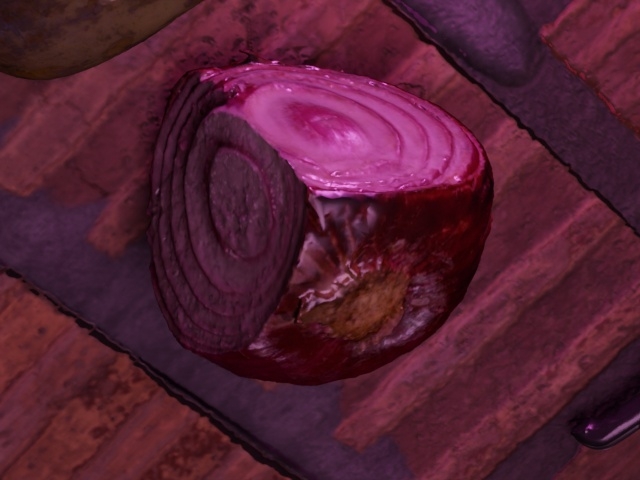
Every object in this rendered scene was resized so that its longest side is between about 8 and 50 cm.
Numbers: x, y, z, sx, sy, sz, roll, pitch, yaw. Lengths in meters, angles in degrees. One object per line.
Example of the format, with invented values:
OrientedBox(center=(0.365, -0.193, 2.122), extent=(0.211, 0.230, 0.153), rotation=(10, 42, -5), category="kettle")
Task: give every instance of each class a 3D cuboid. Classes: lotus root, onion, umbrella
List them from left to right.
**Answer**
OrientedBox(center=(-0.143, -0.200, 1.176), extent=(0.309, 0.173, 0.173), rotation=(-38, 125, 14), category="lotus root")
OrientedBox(center=(0.005, 0.001, 1.315), extent=(0.207, 0.216, 0.206), rotation=(2, 124, -29), category="onion")
OrientedBox(center=(0.320, 0.102, 1.577), extent=(0.248, 0.071, 0.071), rotation=(-39, 125, 12), category="umbrella")
